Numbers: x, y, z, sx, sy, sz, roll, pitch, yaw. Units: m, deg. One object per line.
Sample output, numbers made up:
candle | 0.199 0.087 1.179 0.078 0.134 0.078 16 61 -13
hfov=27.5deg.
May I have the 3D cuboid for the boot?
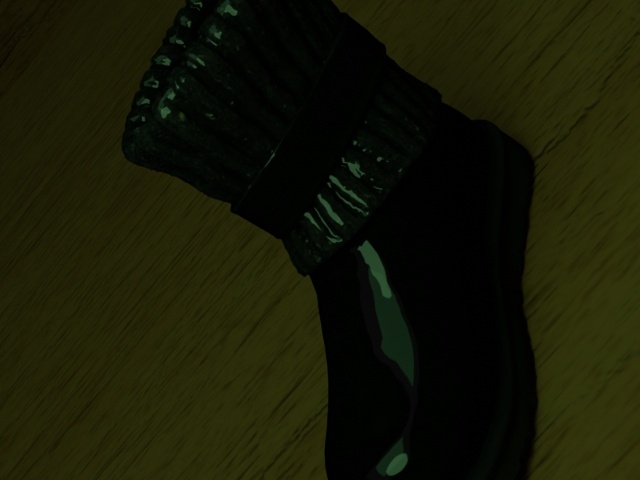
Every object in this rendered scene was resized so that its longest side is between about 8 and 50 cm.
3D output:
boot | -0.003 0.001 0.791 0.131 0.260 0.348 -31 37 37
